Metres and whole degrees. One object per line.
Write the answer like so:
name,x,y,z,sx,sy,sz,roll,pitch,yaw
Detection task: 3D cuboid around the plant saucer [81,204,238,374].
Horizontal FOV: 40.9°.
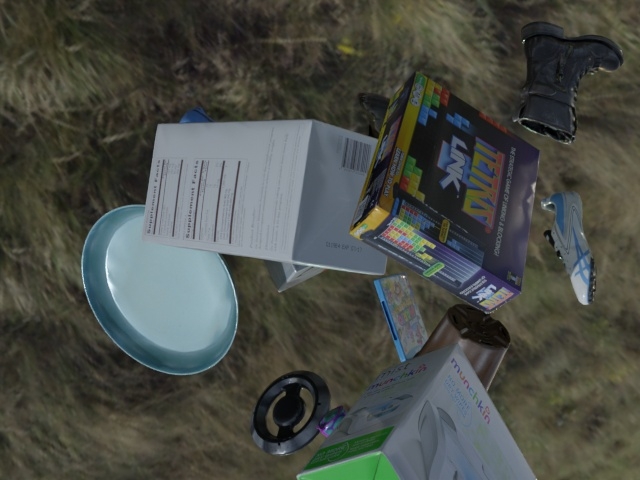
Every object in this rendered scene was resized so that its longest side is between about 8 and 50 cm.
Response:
plant saucer,-0.271,0.082,1.480,0.044,0.317,0.317,-41,163,-56

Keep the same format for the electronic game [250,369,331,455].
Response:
electronic game,-0.076,0.425,2.127,0.229,0.229,0.048,-39,130,0

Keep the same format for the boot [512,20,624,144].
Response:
boot,0.490,-0.298,1.703,0.263,0.229,0.091,9,164,-21

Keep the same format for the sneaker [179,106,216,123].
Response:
sneaker,-0.164,-0.158,1.548,0.069,0.209,0.082,-32,-160,50

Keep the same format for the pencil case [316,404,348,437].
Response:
pencil case,0.060,0.392,1.655,0.070,0.152,0.064,-43,-169,-28

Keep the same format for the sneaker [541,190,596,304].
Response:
sneaker,0.488,0.017,1.681,0.086,0.237,0.085,-13,156,16

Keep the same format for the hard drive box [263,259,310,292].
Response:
hard drive box,0.000,0.000,1.514,0.181,0.089,0.232,-25,174,-13

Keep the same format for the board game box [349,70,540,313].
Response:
board game box,0.111,-0.044,0.726,0.141,0.170,0.048,29,140,-13

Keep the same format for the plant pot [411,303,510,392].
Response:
plant pot,0.253,0.216,1.565,0.167,0.167,0.165,-6,129,-42

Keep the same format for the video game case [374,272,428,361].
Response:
video game case,0.165,0.150,1.703,0.015,0.166,0.119,-22,172,32

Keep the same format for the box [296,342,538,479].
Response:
box,0.130,0.290,0.953,0.127,0.262,0.231,-27,-174,36

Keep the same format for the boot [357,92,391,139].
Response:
boot,0.130,-0.215,1.738,0.219,0.082,0.106,31,71,-54

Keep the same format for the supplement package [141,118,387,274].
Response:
supplement package,-0.058,-0.047,0.897,0.139,0.244,0.134,10,87,-46
